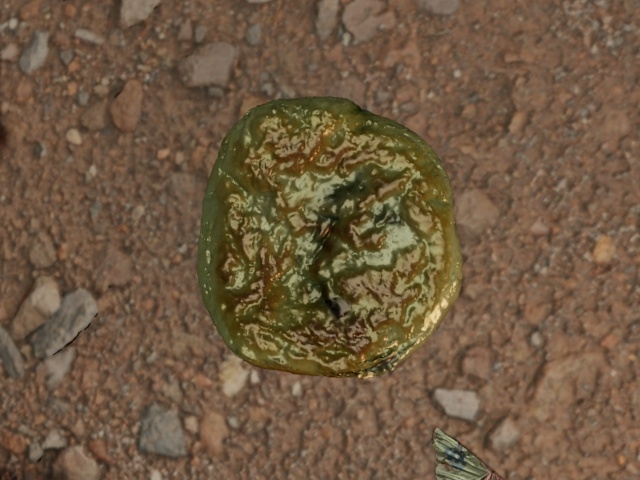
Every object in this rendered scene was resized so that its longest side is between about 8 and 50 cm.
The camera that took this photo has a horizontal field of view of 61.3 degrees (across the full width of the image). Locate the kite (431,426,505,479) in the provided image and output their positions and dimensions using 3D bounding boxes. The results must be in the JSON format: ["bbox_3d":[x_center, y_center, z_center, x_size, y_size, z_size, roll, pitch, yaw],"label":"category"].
[{"bbox_3d":[0.096,0.222,0.437,0.152,0.005,0.137,-4,85,9],"label":"kite"}]

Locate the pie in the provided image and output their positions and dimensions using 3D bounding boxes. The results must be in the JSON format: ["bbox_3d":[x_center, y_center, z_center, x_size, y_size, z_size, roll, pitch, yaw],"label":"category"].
[{"bbox_3d":[0.000,0.000,0.444,0.240,0.054,0.241,0,88,8],"label":"pie"}]
